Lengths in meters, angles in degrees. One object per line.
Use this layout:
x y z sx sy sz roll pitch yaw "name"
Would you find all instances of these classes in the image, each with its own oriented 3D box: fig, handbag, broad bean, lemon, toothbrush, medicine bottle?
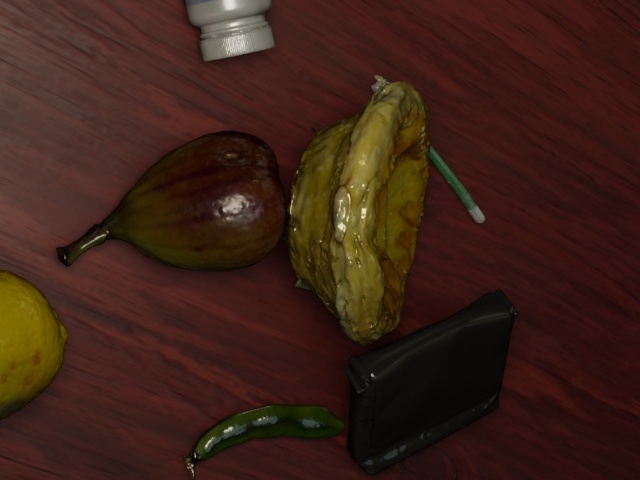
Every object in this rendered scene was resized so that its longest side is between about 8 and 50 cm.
-0.172 -0.025 1.225 0.274 0.170 0.145 -18 148 -6 "fig"
0.138 0.180 1.379 0.247 0.080 0.223 -24 138 -21 "handbag"
-0.071 0.247 1.356 0.227 0.039 0.069 -13 95 -23 "broad bean"
-0.377 0.114 1.129 0.207 0.170 0.170 -24 105 -29 "lemon"
0.151 -0.118 1.431 0.024 0.018 0.257 -47 112 -20 "toothbrush"
-0.115 -0.311 1.237 0.103 0.103 0.186 -16 103 -23 "medicine bottle"

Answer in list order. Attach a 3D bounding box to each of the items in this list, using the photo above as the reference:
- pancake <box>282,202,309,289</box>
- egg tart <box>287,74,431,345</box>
0.005 -0.001 1.371 0.116 0.023 0.129 -21 102 -25 "pancake"
0.045 -0.033 1.258 0.132 0.341 0.341 9 92 14 "egg tart"
